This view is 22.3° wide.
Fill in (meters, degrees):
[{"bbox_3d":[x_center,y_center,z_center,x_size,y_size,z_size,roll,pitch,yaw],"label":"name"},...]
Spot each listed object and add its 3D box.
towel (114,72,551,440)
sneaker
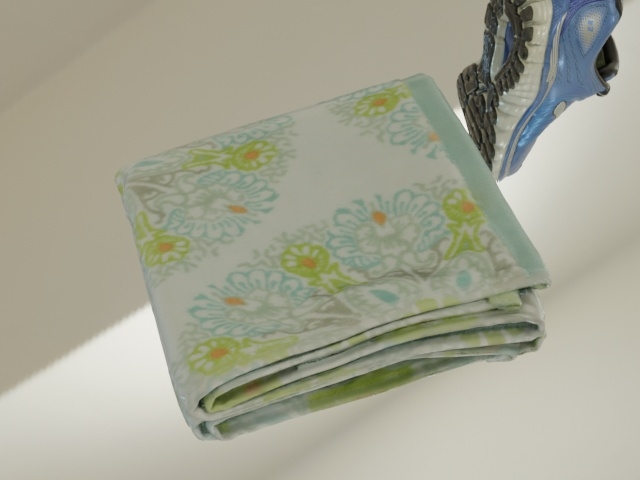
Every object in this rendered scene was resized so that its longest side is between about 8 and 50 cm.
[{"bbox_3d":[0.000,0.000,1.429,0.374,0.321,0.090,-113,-169,-51],"label":"towel"},{"bbox_3d":[0.237,-0.162,1.700,0.330,0.147,0.129,108,-30,-65],"label":"sneaker"}]
